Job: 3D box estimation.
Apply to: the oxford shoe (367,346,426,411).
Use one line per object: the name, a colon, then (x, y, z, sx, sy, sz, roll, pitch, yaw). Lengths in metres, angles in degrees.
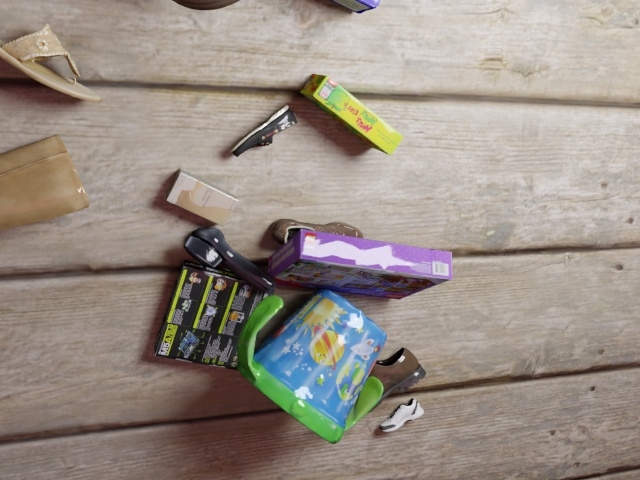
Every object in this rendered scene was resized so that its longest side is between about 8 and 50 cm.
oxford shoe: (0.107, 0.307, 1.258, 0.227, 0.083, 0.096, -33, 96, -6)

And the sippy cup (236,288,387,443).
sippy cup: (0.000, 0.222, 1.105, 0.224, 0.240, 0.305, -53, 159, -11)

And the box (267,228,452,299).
box: (0.067, 0.051, 1.089, 0.294, 0.201, 0.057, 9, 71, -20)

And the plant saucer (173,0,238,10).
plant saucer: (-0.158, -0.476, 0.833, 0.278, 0.041, 0.277, 1, 92, 26)

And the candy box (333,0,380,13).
candy box: (0.022, -0.568, 0.911, 0.268, 0.122, 0.317, 19, 102, -20)

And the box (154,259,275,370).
box: (-0.204, 0.149, 1.122, 0.184, 0.045, 0.190, 16, 103, -19)

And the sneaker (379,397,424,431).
sneaker: (0.180, 0.397, 1.327, 0.109, 0.040, 0.043, -27, 97, -11)

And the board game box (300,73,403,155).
board game box: (0.056, -0.227, 1.048, 0.181, 0.092, 0.043, 33, 95, -23)

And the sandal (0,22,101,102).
sandal: (-0.439, -0.297, 0.879, 0.240, 0.088, 0.079, 24, 105, -17)

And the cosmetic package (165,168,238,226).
cosmetic package: (-0.213, -0.076, 1.045, 0.115, 0.041, 0.060, 24, 99, -22)

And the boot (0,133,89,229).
boot: (-0.540, -0.111, 0.910, 0.270, 0.089, 0.236, -24, 91, -21)

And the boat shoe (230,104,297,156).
boat shoe: (-0.101, -0.188, 1.038, 0.133, 0.049, 0.042, -37, 106, -7)

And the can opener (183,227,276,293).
can opener: (-0.164, 0.040, 1.076, 0.186, 0.059, 0.073, 35, 70, -14)

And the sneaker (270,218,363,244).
sneaker: (0.000, 0.000, 1.118, 0.189, 0.071, 0.066, 4, 106, -18)
